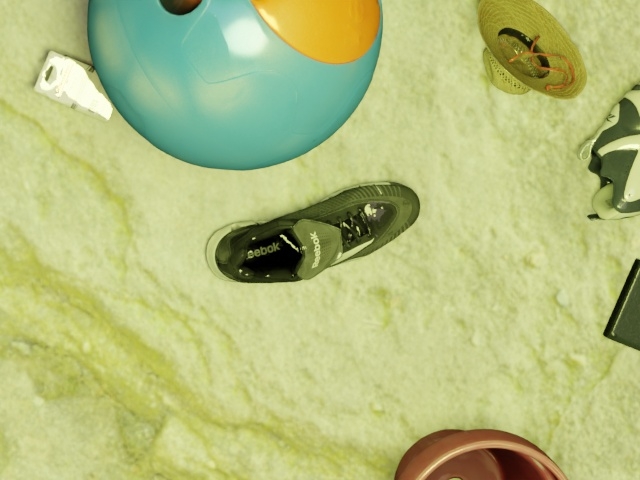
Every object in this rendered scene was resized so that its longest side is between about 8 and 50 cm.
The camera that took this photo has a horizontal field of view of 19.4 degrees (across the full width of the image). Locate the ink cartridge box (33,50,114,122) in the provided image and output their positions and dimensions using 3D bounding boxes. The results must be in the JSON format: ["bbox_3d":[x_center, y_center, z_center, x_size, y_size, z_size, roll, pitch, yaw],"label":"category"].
[{"bbox_3d":[-0.249,-0.160,1.932,0.083,0.028,0.048,23,94,-13],"label":"ink cartridge box"}]

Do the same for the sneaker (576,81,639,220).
[{"bbox_3d":[0.370,-0.043,2.031,0.153,0.094,0.235,-38,103,-1],"label":"sneaker"}]

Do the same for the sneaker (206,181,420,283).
[{"bbox_3d":[0.000,0.000,1.964,0.234,0.106,0.078,-16,103,-7],"label":"sneaker"}]

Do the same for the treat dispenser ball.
[{"bbox_3d":[-0.083,-0.211,1.821,0.288,0.288,0.288,-2,100,-10],"label":"treat dispenser ball"}]

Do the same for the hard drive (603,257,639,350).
[{"bbox_3d":[0.394,0.088,2.092,0.135,0.022,0.094,22,95,-13],"label":"hard drive"}]

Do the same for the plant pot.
[{"bbox_3d":[0.158,0.286,2.001,0.201,0.180,0.201,-2,100,-11],"label":"plant pot"}]

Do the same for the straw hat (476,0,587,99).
[{"bbox_3d":[0.207,-0.190,1.991,0.144,0.144,0.061,31,135,-13],"label":"straw hat"}]
